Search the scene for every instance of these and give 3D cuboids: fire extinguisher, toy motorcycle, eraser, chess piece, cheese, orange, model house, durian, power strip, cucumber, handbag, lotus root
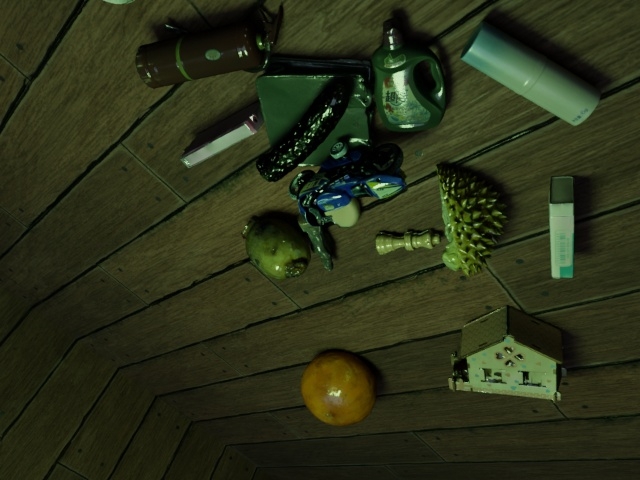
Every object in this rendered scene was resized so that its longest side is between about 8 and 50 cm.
[{"bbox_3d":[-0.231,-0.416,1.119,0.341,0.105,0.142,-4,101,21],"label":"fire extinguisher"},{"bbox_3d":[0.046,-0.119,1.154,0.315,0.169,0.113,-13,141,34],"label":"toy motorcycle"},{"bbox_3d":[0.536,-0.024,1.160,0.052,0.096,0.225,0,134,26],"label":"eraser"},{"bbox_3d":[0.231,0.002,1.374,0.171,0.060,0.060,-7,131,28],"label":"chess piece"},{"bbox_3d":[0.043,-0.105,1.354,0.092,0.048,0.171,-15,126,34],"label":"cheese"},{"bbox_3d":[0.064,0.540,1.900,0.283,0.226,0.284,11,131,12],"label":"orange"},{"bbox_3d":[0.523,0.308,1.487,0.325,0.169,0.245,0,126,24],"label":"model house"},{"bbox_3d":[0.339,-0.023,1.227,0.166,0.172,0.306,23,155,41],"label":"durian"},{"bbox_3d":[-0.236,-0.259,1.280,0.278,0.109,0.037,-17,126,38],"label":"power strip"},{"bbox_3d":[-0.032,-0.226,1.125,0.081,0.072,0.303,37,136,-19],"label":"cucumber"},{"bbox_3d":[-0.002,-0.277,1.172,0.259,0.079,0.248,7,138,16],"label":"handbag"},{"bbox_3d":[-0.136,0.008,1.476,0.278,0.154,0.154,38,156,45],"label":"lotus root"}]

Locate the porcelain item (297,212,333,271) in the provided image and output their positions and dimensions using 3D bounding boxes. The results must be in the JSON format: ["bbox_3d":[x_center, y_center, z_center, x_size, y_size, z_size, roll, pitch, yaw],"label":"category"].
[{"bbox_3d":[0.000,0.000,1.465,0.069,0.081,0.216,-11,132,12],"label":"porcelain item"}]

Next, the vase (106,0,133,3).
[{"bbox_3d":[-0.288,-0.592,0.871,0.445,0.250,0.250,-18,124,44],"label":"vase"}]

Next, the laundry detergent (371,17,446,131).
[{"bbox_3d":[0.173,-0.328,1.035,0.144,0.078,0.222,1,132,21],"label":"laundry detergent"}]

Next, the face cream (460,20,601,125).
[{"bbox_3d":[0.381,-0.303,0.954,0.250,0.077,0.077,28,140,-6],"label":"face cream"}]
